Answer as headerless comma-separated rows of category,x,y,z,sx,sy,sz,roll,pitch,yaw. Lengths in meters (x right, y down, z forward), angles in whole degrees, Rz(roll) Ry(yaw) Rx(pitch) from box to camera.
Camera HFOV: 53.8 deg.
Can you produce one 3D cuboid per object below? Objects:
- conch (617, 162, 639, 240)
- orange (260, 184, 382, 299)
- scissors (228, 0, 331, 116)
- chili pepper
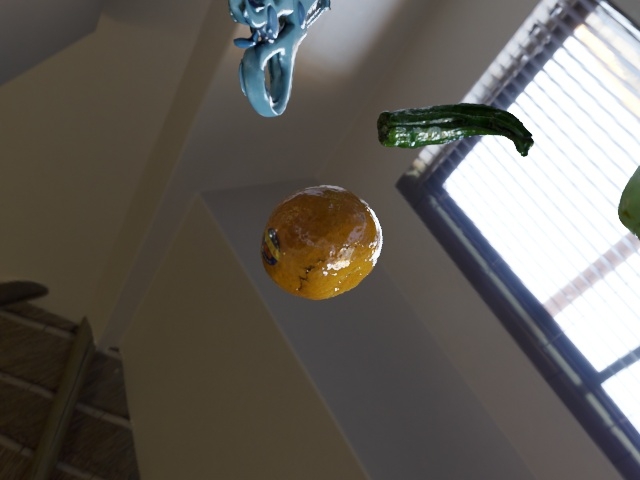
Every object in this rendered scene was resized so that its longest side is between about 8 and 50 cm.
conch,0.422,-0.078,0.647,0.143,0.250,0.137,40,176,8
orange,0.000,0.003,1.112,0.219,0.219,0.193,8,-137,-32
scissors,-0.036,-0.270,0.739,0.032,0.180,0.393,2,-152,12
chili pepper,0.103,-0.087,0.491,0.118,0.035,0.055,8,-131,3
